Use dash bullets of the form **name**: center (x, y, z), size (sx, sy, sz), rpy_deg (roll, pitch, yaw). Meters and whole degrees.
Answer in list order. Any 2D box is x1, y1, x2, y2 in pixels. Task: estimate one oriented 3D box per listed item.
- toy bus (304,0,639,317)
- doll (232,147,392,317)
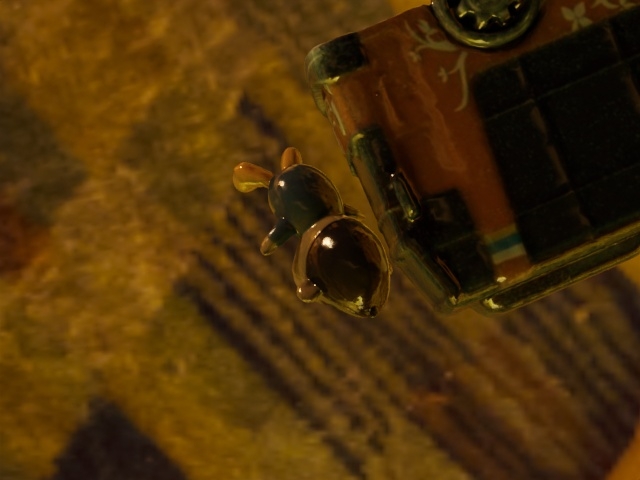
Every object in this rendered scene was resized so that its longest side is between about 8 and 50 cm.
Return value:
- **toy bus**: center (0.143, -0.076, 0.918), size (0.275, 0.138, 0.167), rpy_deg (-22, 86, -1)
- **doll**: center (0.000, 0.000, 1.541), size (0.102, 0.089, 0.179), rpy_deg (-18, 52, -26)
